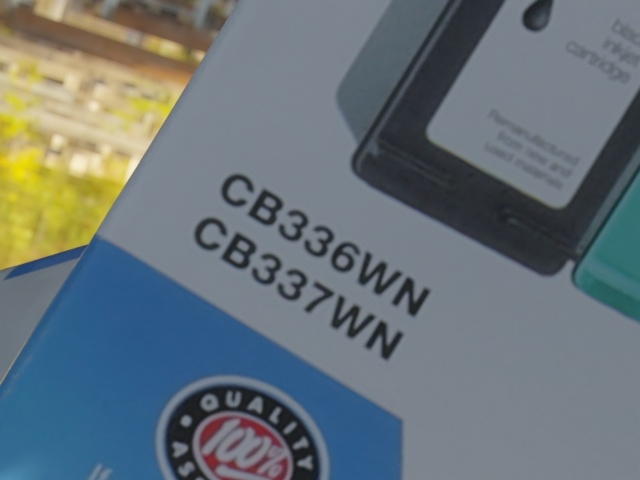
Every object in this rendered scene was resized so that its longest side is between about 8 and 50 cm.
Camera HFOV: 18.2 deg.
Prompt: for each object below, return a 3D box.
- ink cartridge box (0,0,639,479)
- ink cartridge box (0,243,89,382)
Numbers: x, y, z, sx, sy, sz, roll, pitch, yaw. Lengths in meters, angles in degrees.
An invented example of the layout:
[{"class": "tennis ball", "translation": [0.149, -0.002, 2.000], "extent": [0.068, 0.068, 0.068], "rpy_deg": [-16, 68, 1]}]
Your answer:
[{"class": "ink cartridge box", "translation": [0.075, -0.014, 0.452], "extent": [0.198, 0.270, 0.197], "rpy_deg": [31, 177, -2]}, {"class": "ink cartridge box", "translation": [-0.037, 0.187, 0.957], "extent": [0.285, 0.166, 0.395], "rpy_deg": [-16, 132, 38]}]
